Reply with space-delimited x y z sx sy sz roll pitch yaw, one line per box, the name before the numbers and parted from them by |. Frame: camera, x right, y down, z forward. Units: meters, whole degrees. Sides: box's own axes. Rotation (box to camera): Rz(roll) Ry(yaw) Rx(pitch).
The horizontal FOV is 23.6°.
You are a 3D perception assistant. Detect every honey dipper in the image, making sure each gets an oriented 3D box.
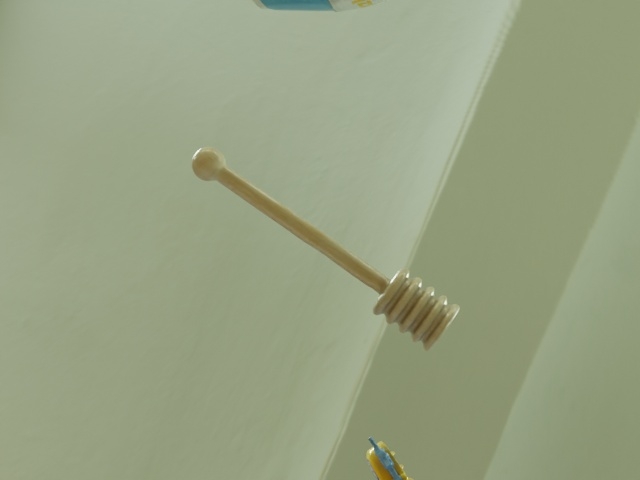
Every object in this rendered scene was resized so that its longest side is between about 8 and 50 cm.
honey dipper | 0.000 0.000 0.802 0.161 0.030 0.030 36 -78 2

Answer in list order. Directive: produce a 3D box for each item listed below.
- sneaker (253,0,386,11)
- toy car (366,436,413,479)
sneaker | -0.005 -0.199 0.588 0.092 0.087 0.228 -12 -104 13
toy car | 0.000 0.098 0.514 0.060 0.122 0.040 -35 -92 8
